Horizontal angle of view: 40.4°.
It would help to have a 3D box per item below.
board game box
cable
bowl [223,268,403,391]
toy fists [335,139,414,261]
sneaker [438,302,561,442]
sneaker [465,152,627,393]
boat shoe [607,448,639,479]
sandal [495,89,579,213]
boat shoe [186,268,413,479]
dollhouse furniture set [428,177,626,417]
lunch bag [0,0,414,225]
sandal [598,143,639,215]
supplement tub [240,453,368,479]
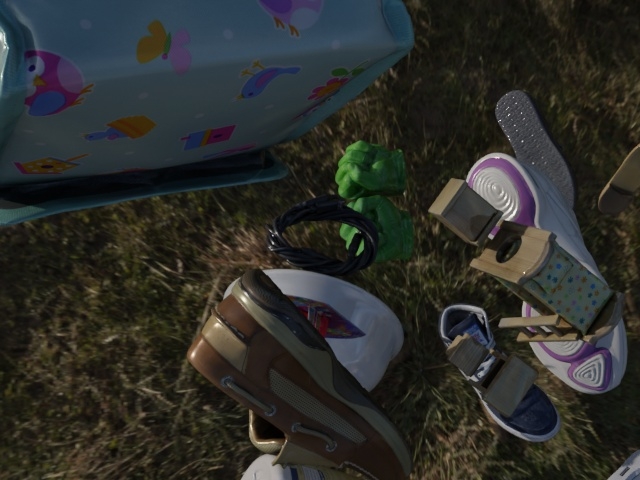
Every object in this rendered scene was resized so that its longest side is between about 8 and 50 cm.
[{"bbox_3d":[-0.029,0.107,1.052,0.133,0.169,0.033,1,67,28],"label":"board game box"},{"bbox_3d":[0.000,0.000,1.356,0.185,0.047,0.150,-19,60,-34],"label":"cable"},{"bbox_3d":[-0.027,0.180,1.350,0.298,0.297,0.134,10,56,8],"label":"bowl"},{"bbox_3d":[0.108,-0.084,1.796,0.142,0.096,0.279,0,64,-9],"label":"toy fists"},{"bbox_3d":[0.306,0.225,1.533,0.099,0.153,0.282,-35,49,-7],"label":"sneaker"},{"bbox_3d":[0.291,0.030,1.037,0.114,0.152,0.305,-32,72,34],"label":"sneaker"},{"bbox_3d":[0.467,0.346,1.286,0.100,0.035,0.035,-40,110,-8],"label":"boat shoe"},{"bbox_3d":[0.380,-0.140,1.488,0.097,0.055,0.254,-24,74,37],"label":"sandal"},{"bbox_3d":[-0.021,0.164,0.874,0.120,0.324,0.122,-42,36,-7],"label":"boat shoe"},{"bbox_3d":[0.166,0.061,0.827,0.182,0.101,0.161,36,86,-20],"label":"dollhouse furniture set"},{"bbox_3d":[-0.110,-0.105,0.518,0.224,0.262,0.160,-13,81,-30],"label":"lunch bag"},{"bbox_3d":[0.679,-0.159,1.856,0.088,0.079,0.240,31,129,-3],"label":"sandal"},{"bbox_3d":[-0.003,0.575,1.757,0.316,0.228,0.228,22,84,-22],"label":"supplement tub"}]
